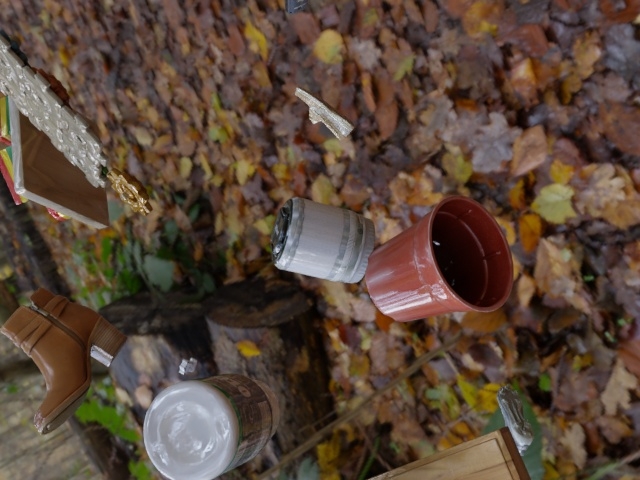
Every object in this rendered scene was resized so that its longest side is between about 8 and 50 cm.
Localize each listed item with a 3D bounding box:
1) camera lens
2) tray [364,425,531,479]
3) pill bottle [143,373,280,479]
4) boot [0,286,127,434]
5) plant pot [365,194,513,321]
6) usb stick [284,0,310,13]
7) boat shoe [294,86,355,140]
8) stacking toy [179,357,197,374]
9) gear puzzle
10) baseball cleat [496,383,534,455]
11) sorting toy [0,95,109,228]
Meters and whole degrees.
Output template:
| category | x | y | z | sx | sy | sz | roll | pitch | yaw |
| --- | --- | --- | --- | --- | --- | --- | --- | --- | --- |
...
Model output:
| category | x | y | z | sx | sy | sz | roll | pitch | yaw |
| --- | --- | --- | --- | --- | --- | --- | --- | --- | --- |
| camera lens | 0.000 | 0.000 | 2.220 | 0.219 | 0.274 | 0.219 | -167 | 90 | -76 |
| tray | 0.302 | 0.617 | 1.803 | 0.411 | 0.076 | 0.203 | -31 | 69 | 27 |
| pill bottle | -0.220 | 0.398 | 1.638 | 0.204 | 0.204 | 0.361 | 57 | -173 | 13 |
| boot | -0.549 | 0.231 | 1.502 | 0.220 | 0.283 | 0.109 | 33 | 139 | -4 |
| plant pot | 0.263 | 0.066 | 1.761 | 0.265 | 0.272 | 0.272 | -28 | 91 | 49 |
| usb stick | -0.055 | -0.630 | 1.837 | 0.045 | 0.077 | 0.278 | 54 | 176 | 2 |
| boat shoe | 0.000 | -0.304 | 1.800 | 0.170 | 0.059 | 0.063 | 37 | -164 | 2 |
| stacking toy | -0.322 | 0.442 | 2.004 | 0.167 | 0.052 | 0.221 | 23 | 101 | 28 |
| gear puzzle | -0.363 | -0.169 | 1.109 | 0.339 | 0.044 | 0.175 | 45 | 154 | 2 |
| baseball cleat | 0.498 | 0.476 | 1.962 | 0.206 | 0.072 | 0.109 | -90 | 12 | -62 |
| sorting toy | -0.561 | -0.164 | 1.540 | 0.257 | 0.089 | 0.256 | 36 | -141 | -64 |
